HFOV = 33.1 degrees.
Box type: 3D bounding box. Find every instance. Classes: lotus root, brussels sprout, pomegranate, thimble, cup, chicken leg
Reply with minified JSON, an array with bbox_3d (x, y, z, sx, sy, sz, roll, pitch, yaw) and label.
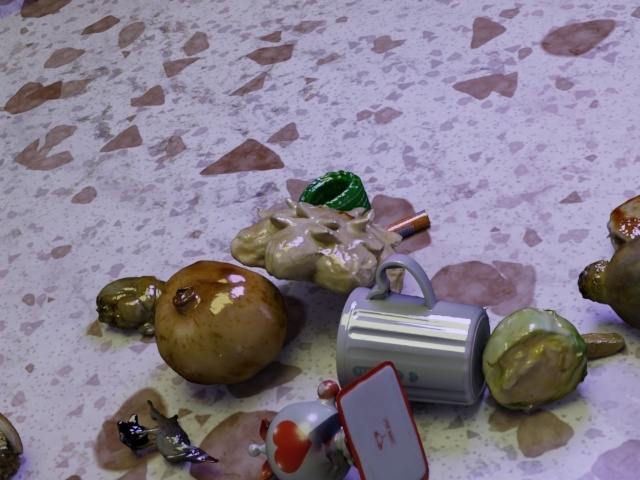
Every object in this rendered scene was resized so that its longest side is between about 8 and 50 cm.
[{"bbox_3d":[0.538,0.056,1.582,0.309,0.173,0.173,-13,38,16],"label":"lotus root"},{"bbox_3d":[0.301,0.162,1.561,0.152,0.149,0.122,-9,26,-7],"label":"brussels sprout"},{"bbox_3d":[-0.166,0.124,1.726,0.215,0.215,0.215,-11,38,9],"label":"pomegranate"},{"bbox_3d":[0.025,-0.063,1.985,0.118,0.090,0.130,4,42,30],"label":"thimble"},{"bbox_3d":[0.136,0.146,1.588,0.202,0.221,0.166,5,54,21],"label":"cup"},{"bbox_3d":[-0.296,0.111,1.914,0.228,0.088,0.103,-2,30,10],"label":"chicken leg"}]

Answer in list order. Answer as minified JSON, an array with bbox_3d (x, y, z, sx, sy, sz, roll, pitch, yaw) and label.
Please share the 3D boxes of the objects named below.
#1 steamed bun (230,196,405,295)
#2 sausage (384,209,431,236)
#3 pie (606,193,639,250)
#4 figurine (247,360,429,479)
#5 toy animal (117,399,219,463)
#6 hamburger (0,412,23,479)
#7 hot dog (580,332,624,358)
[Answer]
[{"bbox_3d":[0.000,0.000,1.776,0.295,0.137,0.292,19,12,34],"label":"steamed bun"},{"bbox_3d":[0.146,-0.022,1.934,0.107,0.031,0.031,-23,38,-7],"label":"sausage"},{"bbox_3d":[0.565,-0.024,1.728,0.179,0.084,0.205,-37,39,-23],"label":"pie"},{"bbox_3d":[0.002,0.293,1.522,0.226,0.183,0.160,-17,3,35],"label":"figurine"},{"bbox_3d":[-0.232,0.306,1.657,0.202,0.070,0.105,16,30,41],"label":"toy animal"},{"bbox_3d":[-0.541,0.319,1.689,0.185,0.159,0.131,-8,32,45],"label":"hamburger"},{"bbox_3d":[0.409,0.159,1.609,0.090,0.034,0.030,0,26,-7],"label":"hot dog"}]
